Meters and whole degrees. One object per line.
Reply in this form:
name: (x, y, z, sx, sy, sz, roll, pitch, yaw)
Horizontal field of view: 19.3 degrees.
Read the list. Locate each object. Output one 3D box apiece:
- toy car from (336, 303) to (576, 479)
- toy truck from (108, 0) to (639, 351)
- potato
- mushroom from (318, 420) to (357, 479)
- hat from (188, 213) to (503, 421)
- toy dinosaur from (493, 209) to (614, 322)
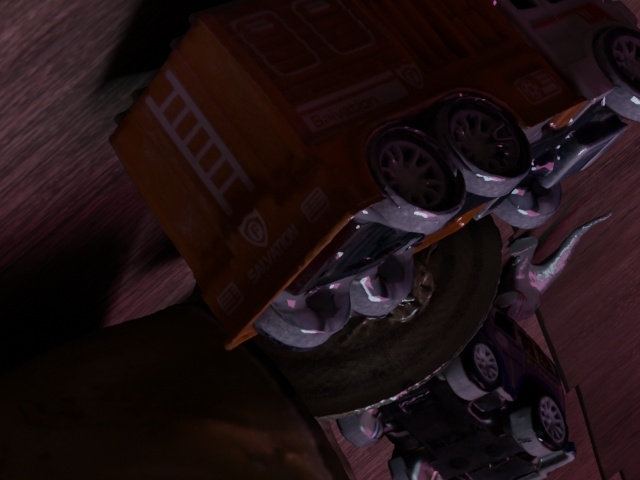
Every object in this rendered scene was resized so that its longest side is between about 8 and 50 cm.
toy car: (0.131, 0.139, 1.853, 0.172, 0.158, 0.235, -25, 126, 30)
toy truck: (0.057, -0.091, 1.258, 0.387, 0.207, 0.173, -26, 164, -46)
potato: (-0.187, 0.282, 1.329, 0.319, 0.385, 0.442, -17, 157, -29)
mushroom: (-0.036, 0.134, 1.552, 0.206, 0.209, 0.206, -16, 125, -25)
hat: (0.000, 0.000, 1.363, 0.252, 0.252, 0.110, -36, 134, -12)
toy dinosaur: (0.212, 0.053, 1.978, 0.242, 0.053, 0.167, -41, 159, -2)
